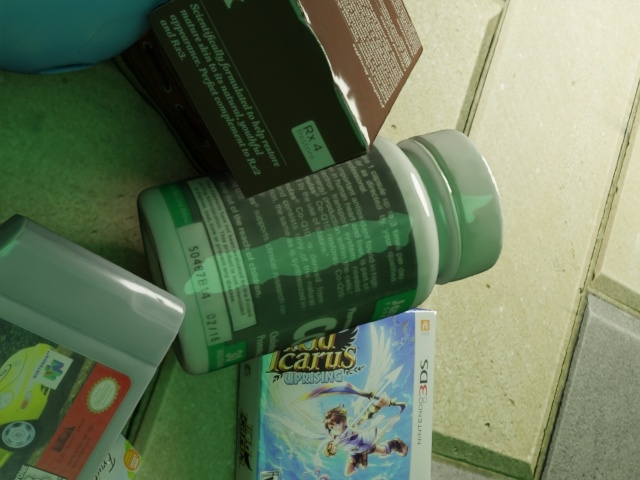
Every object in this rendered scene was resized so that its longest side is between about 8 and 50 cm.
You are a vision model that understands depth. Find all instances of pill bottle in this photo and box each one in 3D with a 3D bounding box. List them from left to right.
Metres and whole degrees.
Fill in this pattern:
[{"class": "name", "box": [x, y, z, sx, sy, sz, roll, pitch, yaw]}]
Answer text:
[{"class": "pill bottle", "box": [0.000, 0.000, 0.892, 0.361, 0.204, 0.204, -16, 99, -15]}]

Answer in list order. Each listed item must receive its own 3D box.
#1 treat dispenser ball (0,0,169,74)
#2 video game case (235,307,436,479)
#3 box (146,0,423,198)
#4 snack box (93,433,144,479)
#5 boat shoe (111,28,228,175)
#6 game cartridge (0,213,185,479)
[{"class": "treat dispenser ball", "box": [-0.256, -0.293, 0.723, 0.288, 0.288, 0.288, 0, 91, -33]}, {"class": "video game case", "box": [0.025, 0.207, 1.044, 0.270, 0.061, 0.244, 3, 88, -32]}, {"class": "box", "box": [-0.009, -0.212, 0.857, 0.191, 0.143, 0.381, 63, 22, -17]}, {"class": "snack box", "box": [-0.255, 0.248, 0.844, 0.100, 0.037, 0.141, 57, 35, -21]}, {"class": "boat shoe", "box": [-0.110, -0.142, 0.926, 0.307, 0.104, 0.110, 42, 68, -27]}, {"class": "game cartridge", "box": [-0.261, 0.138, 0.673, 0.196, 0.060, 0.294, 33, 83, -32]}]
